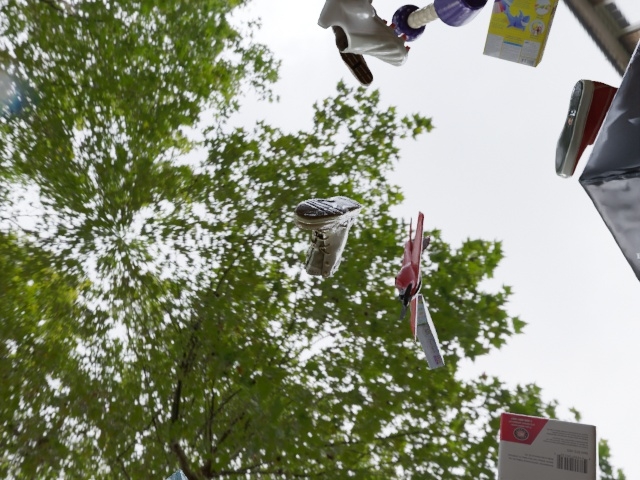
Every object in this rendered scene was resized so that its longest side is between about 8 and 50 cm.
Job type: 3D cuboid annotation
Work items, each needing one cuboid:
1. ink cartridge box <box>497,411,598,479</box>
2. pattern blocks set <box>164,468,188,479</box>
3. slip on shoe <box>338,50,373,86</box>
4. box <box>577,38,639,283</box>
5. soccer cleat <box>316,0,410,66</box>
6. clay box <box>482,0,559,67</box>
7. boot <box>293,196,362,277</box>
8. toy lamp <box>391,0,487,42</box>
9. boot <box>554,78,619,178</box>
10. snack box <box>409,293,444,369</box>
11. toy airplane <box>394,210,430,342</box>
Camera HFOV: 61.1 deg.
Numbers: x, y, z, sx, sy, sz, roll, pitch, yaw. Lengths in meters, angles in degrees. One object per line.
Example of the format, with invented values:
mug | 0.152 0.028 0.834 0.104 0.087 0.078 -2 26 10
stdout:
ink cartridge box | 0.435 0.464 1.038 0.100 0.172 0.237 34 -119 -56
pattern blocks set | -0.029 0.353 0.456 0.026 0.285 0.324 -32 -62 -15
slip on shoe | 0.086 -0.436 1.324 0.051 0.041 0.135 -34 -91 8
box | 0.688 -0.101 0.814 0.471 0.297 0.480 49 -121 -24
soccer cleat | 0.059 -0.279 0.735 0.076 0.068 0.196 -50 -28 13
clay box | 0.439 -0.500 1.168 0.053 0.127 0.222 -43 -32 -40
boot | 0.000 0.000 1.098 0.213 0.077 0.165 -16 -50 -59
toy lamp | 0.197 -0.387 0.915 0.080 0.274 0.080 -2 -78 -10
boot | 0.692 -0.261 1.340 0.176 0.088 0.244 10 -72 -3
snack box | 0.239 0.207 1.229 0.037 0.100 0.141 -19 -60 11
toy airplane | 0.097 0.026 0.576 0.028 0.151 0.151 6 -92 14
